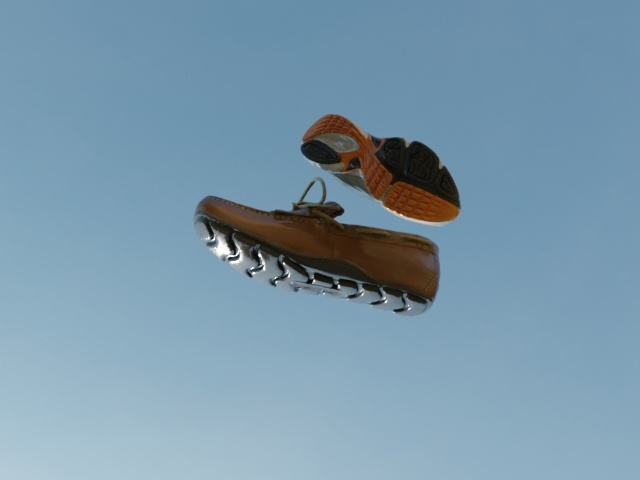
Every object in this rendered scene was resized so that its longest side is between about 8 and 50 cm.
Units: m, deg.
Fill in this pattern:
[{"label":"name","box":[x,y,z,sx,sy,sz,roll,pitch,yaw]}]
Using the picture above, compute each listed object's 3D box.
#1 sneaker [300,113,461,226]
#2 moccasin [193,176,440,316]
[{"label":"sneaker","box":[0.097,-0.089,0.977,0.099,0.262,0.121,-54,-36,0]},{"label":"moccasin","box":[0.000,-0.001,1.056,0.380,0.139,0.147,12,-118,-3]}]
